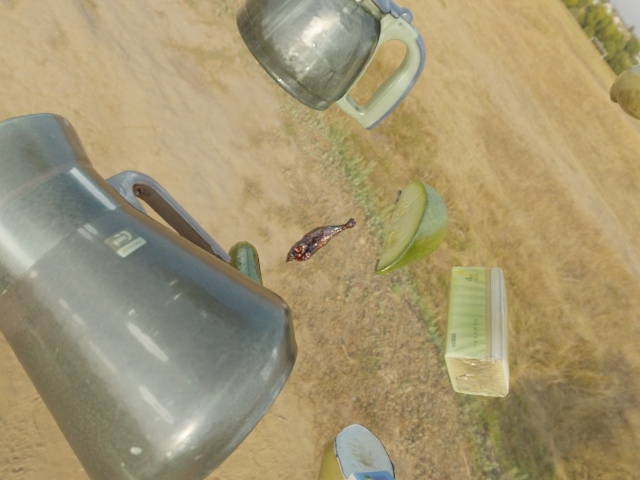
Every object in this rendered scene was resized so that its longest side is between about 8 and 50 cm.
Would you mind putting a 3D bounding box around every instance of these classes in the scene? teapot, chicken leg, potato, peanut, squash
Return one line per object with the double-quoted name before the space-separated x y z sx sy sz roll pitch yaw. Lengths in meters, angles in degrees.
"teapot" -0.204 0.055 0.489 0.344 0.253 0.300 48 27 -8
"teapot" 0.014 -0.166 0.375 0.149 0.108 0.111 51 31 -6
"chicken leg" -0.004 -0.001 1.260 0.089 0.219 0.048 42 -19 56
"potato" 0.087 0.723 1.367 0.246 0.196 0.300 35 21 -16
"peanut" 0.543 -0.226 0.697 0.090 0.099 0.214 6 19 -24
"squash" 0.174 -0.038 0.922 0.252 0.093 0.170 -15 84 -52
"squash" -0.120 0.080 0.736 0.066 0.066 0.229 28 24 -29

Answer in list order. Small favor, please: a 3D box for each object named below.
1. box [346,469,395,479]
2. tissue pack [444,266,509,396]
"box" 0.071 0.581 0.951 0.139 0.194 0.073 27 10 -45
"tissue pack" 0.340 0.191 0.987 0.159 0.125 0.234 65 32 -42
